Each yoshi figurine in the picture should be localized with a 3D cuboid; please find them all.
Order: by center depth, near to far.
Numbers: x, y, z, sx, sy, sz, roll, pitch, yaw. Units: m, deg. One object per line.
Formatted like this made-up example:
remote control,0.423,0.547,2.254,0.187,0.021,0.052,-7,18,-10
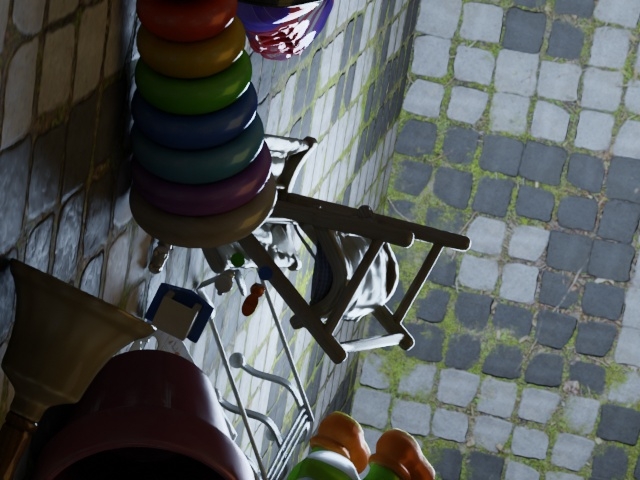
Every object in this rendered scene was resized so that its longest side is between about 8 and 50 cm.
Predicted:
yoshi figurine,-0.005,0.405,2.401,0.362,0.203,0.203,-52,-176,-33

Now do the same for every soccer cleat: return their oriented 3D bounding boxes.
soccer cleat,-0.044,-0.246,2.097,0.318,0.108,0.116,-53,158,-76

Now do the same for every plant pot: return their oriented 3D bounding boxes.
plant pot,-0.157,0.201,1.723,0.180,0.201,0.201,-93,-172,-56

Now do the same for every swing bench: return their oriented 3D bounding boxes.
swing bench,0.000,0.000,2.175,0.165,0.254,0.253,-61,162,10

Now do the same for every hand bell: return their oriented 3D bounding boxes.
hand bell,-0.236,0.148,1.480,0.242,0.126,0.126,-64,170,-5

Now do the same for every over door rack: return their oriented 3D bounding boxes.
over door rack,-0.096,0.150,2.350,0.239,0.108,0.324,-59,145,-66

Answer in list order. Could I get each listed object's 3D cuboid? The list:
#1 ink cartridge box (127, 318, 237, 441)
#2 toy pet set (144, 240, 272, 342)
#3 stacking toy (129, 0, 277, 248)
ink cartridge box,-0.162,0.178,1.990,0.179,0.045,0.145,59,26,-18
toy pet set,-0.122,0.048,1.959,0.114,0.122,0.065,-64,180,11
stacking toy,-0.118,-0.159,1.712,0.141,0.141,0.330,-68,160,-49
